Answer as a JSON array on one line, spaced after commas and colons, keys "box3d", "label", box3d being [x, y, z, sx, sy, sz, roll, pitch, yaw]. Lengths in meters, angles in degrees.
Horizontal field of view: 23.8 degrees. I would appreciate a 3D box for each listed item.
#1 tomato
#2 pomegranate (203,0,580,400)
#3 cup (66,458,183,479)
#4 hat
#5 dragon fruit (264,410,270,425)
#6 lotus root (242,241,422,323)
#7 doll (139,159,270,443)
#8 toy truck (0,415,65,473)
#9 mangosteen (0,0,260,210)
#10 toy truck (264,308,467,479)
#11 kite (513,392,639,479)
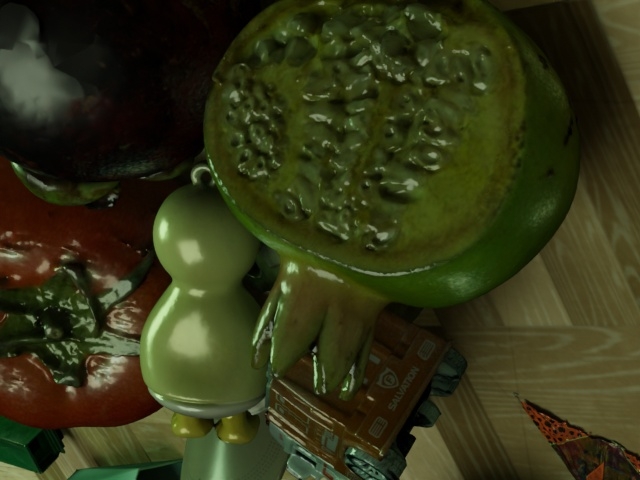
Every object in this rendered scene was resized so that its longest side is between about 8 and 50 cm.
[{"box3d": [-0.272, 0.034, 1.674, 0.341, 0.273, 0.341, 2, 117, 3], "label": "tomato"}, {"box3d": [0.056, -0.039, 1.276, 0.309, 0.359, 0.216, 20, -179, 21], "label": "pomegranate"}, {"box3d": [-0.279, 0.374, 2.146, 0.134, 0.148, 0.235, 33, 156, -33], "label": "cup"}, {"box3d": [-0.125, 0.184, 1.756, 0.214, 0.245, 0.149, -11, 138, 46], "label": "hat"}, {"box3d": [0.029, 0.197, 1.660, 0.127, 0.161, 0.121, 30, 141, 36], "label": "dragon fruit"}, {"box3d": [0.000, 0.000, 1.517, 0.235, 0.119, 0.138, 26, 140, 25], "label": "lotus root"}, {"box3d": [-0.107, 0.063, 1.488, 0.141, 0.117, 0.296, 9, 107, 16], "label": "doll"}, {"box3d": [-0.447, 0.288, 2.252, 0.147, 0.079, 0.065, 9, 132, 41], "label": "toy truck"}, {"box3d": [-0.204, -0.183, 1.387, 0.306, 0.306, 0.359, 32, 157, 16], "label": "mangosteen"}, {"box3d": [0.027, 0.153, 1.447, 0.162, 0.136, 0.305, 31, 162, 8], "label": "toy truck"}, {"box3d": [0.295, 0.244, 1.573, 0.222, 0.008, 0.125, 23, 141, 26], "label": "kite"}]
